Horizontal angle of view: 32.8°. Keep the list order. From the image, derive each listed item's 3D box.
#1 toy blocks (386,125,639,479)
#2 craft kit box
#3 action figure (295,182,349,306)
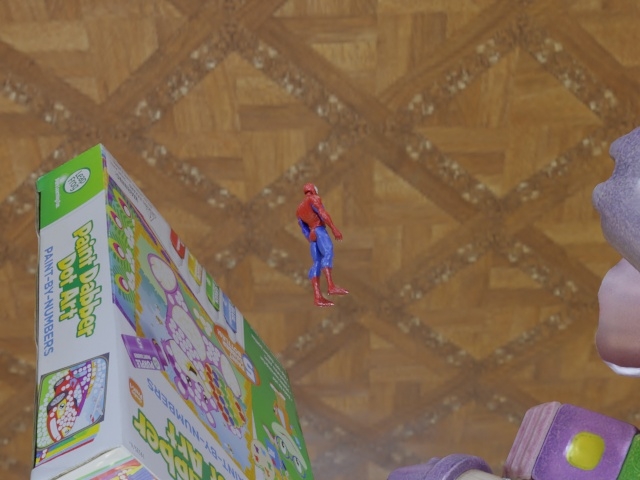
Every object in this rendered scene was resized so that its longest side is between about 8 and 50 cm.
[{"bbox_3d":[0.124,0.122,0.492,0.260,0.288,0.309,12,161,46],"label":"toy blocks"},{"bbox_3d":[-0.076,0.104,0.642,0.061,0.246,0.250,-26,130,11],"label":"craft kit box"},{"bbox_3d":[0.000,0.000,0.948,0.030,0.115,0.038,3,150,-31],"label":"action figure"}]
